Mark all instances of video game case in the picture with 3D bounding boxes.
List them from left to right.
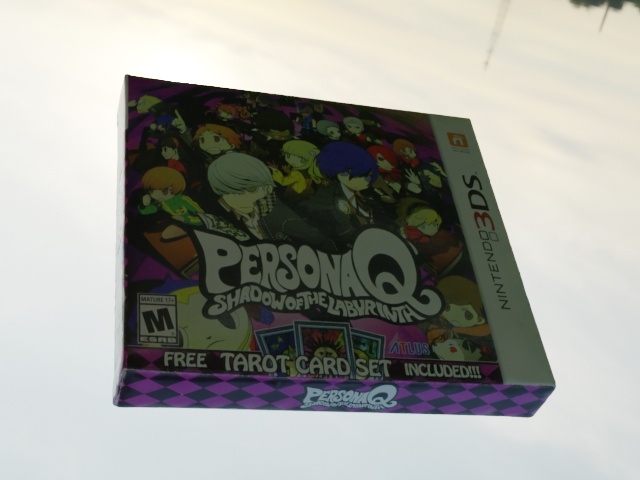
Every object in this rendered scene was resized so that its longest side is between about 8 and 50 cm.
[{"bbox_3d":[0.000,0.000,0.539,0.232,0.042,0.210,5,-131,-16],"label":"video game case"}]
